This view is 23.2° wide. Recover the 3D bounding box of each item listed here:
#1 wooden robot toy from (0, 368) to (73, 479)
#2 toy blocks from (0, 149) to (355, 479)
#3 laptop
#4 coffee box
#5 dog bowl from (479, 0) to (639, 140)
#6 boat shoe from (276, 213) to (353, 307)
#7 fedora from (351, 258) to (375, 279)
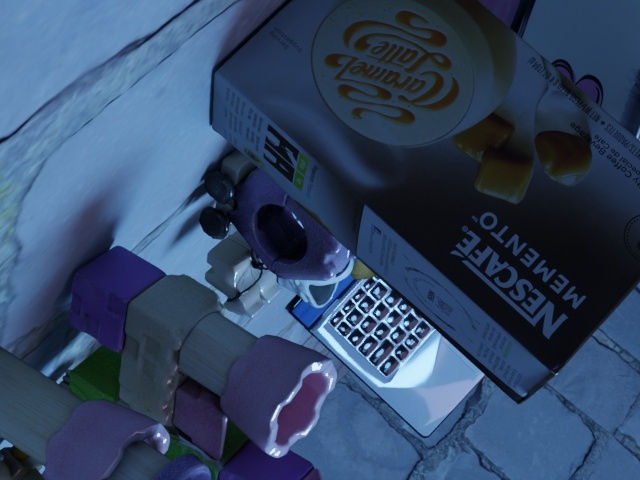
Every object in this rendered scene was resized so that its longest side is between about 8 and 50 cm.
[{"bbox_3d":[-0.211,0.165,1.070,0.173,0.076,0.079,-48,161,3],"label":"wooden robot toy"},{"bbox_3d":[-0.039,0.153,0.973,0.309,0.260,0.289,-40,151,-43],"label":"toy blocks"},{"bbox_3d":[0.181,0.040,1.985,0.382,0.408,0.236,-47,-154,-2],"label":"laptop"},{"bbox_3d":[0.074,-0.043,0.887,0.141,0.246,0.098,-45,172,-16],"label":"coffee box"},{"bbox_3d":[0.242,-0.181,1.124,0.408,0.150,0.408,-50,157,-31],"label":"dog bowl"},{"bbox_3d":[0.000,0.000,1.338,0.083,0.076,0.226,-46,172,-11],"label":"boat shoe"},{"bbox_3d":[0.085,-0.044,1.574,0.194,0.079,0.194,-40,168,-10],"label":"fedora"}]
